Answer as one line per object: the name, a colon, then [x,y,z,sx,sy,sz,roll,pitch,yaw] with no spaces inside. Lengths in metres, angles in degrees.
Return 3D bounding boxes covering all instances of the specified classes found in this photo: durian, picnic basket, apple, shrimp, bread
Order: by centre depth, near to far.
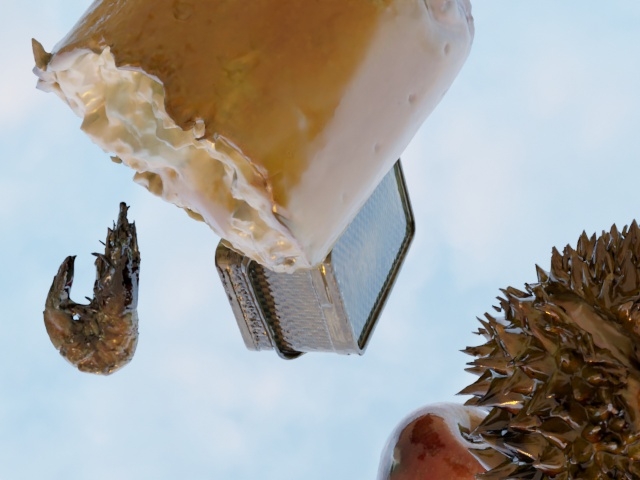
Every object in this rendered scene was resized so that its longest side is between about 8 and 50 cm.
durian: [0.277,0.141,0.861,0.347,0.384,0.347,-7,-111,19]
shrimp: [-0.204,0.043,1.094,0.091,0.034,0.161,9,-83,0]
bread: [-0.056,-0.213,1.177,0.361,0.250,0.394,35,-95,19]
picnic basket: [0.000,0.000,1.383,0.139,0.165,0.266,1,-141,24]
apple: [0.153,0.291,1.463,0.199,0.199,0.199,-9,-118,18]
